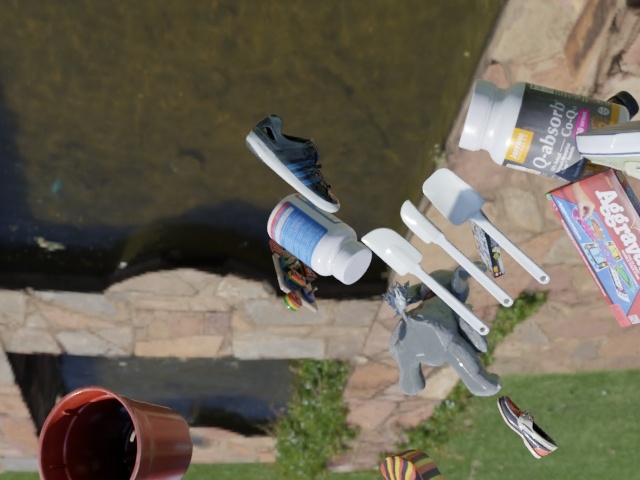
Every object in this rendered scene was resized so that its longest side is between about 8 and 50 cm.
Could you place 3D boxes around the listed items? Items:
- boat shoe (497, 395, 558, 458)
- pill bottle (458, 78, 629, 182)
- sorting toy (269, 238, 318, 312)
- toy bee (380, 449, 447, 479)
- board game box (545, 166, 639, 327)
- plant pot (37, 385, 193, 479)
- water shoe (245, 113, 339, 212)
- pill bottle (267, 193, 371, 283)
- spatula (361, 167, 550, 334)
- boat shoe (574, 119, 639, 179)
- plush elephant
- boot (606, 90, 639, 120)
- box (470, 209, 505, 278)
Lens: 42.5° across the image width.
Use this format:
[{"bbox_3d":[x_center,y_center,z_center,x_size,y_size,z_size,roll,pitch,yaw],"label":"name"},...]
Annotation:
[{"bbox_3d":[0.378,0.337,1.512,0.043,0.137,0.049,-39,178,31],"label":"boat shoe"},{"bbox_3d":[0.408,-0.202,1.524,0.279,0.162,0.162,15,148,7],"label":"pill bottle"},{"bbox_3d":[-0.055,0.092,2.097,0.046,0.274,0.132,-39,127,16],"label":"sorting toy"},{"bbox_3d":[0.246,0.512,1.559,0.195,0.298,0.162,-35,167,-50],"label":"toy bee"},{"bbox_3d":[0.519,0.014,1.431,0.027,0.281,0.145,-34,-175,-39],"label":"board game box"},{"bbox_3d":[-0.443,0.475,1.870,0.273,0.272,0.265,-17,161,20],"label":"plant pot"},{"bbox_3d":[-0.027,-0.124,1.342,0.203,0.073,0.080,39,94,-28],"label":"water shoe"},{"bbox_3d":[0.000,0.000,1.794,0.124,0.221,0.124,-34,144,-29],"label":"pill bottle"},{"bbox_3d":[0.201,0.023,1.171,0.242,0.019,0.168,41,111,-14],"label":"spatula"},{"bbox_3d":[0.484,-0.117,1.157,0.109,0.094,0.302,-17,-165,-27],"label":"boat shoe"},{"bbox_3d":[0.292,0.184,1.972,0.272,0.255,0.329,-16,109,42],"label":"plush elephant"},{"bbox_3d":[0.604,-0.233,1.911,0.207,0.094,0.246,-34,171,-10],"label":"boot"},{"bbox_3d":[0.349,0.001,1.738,0.027,0.094,0.137,-22,129,0],"label":"box"}]
